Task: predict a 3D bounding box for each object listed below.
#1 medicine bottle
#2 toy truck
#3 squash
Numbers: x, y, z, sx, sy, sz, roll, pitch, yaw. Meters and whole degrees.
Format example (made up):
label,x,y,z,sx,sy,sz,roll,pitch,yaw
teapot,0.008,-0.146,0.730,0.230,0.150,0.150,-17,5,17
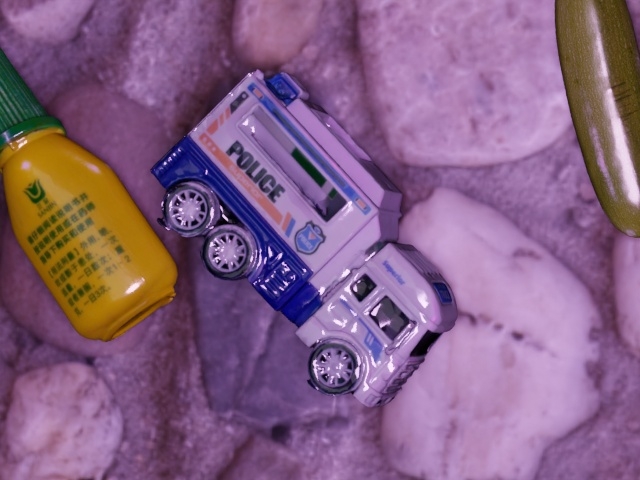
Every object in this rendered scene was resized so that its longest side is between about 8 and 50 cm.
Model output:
label,x,y,z,sx,sy,sz,roll,pitch,yaw
medicine bottle,-0.242,-0.058,1.599,0.111,0.076,0.309,-35,83,14
toy truck,0.000,0.000,1.504,0.155,0.124,0.268,-45,79,10
squash,0.229,-0.123,1.452,0.066,0.066,0.252,-13,89,18
